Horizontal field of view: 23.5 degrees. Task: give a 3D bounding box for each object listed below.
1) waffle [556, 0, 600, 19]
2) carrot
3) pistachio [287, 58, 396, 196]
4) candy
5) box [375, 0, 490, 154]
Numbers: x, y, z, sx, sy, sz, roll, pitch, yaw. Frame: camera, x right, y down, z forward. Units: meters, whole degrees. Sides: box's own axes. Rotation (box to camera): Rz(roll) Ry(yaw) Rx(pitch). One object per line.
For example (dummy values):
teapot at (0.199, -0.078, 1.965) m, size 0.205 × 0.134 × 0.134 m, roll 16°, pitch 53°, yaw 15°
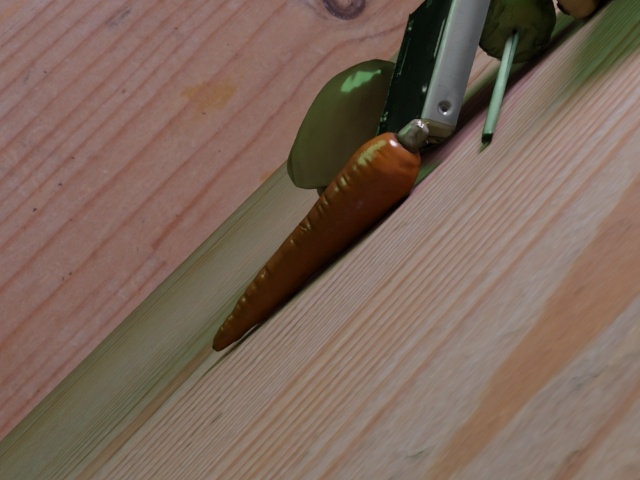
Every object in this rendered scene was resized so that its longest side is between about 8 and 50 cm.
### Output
waffle at (0.197, -0.420, 1.659) m, size 0.114 × 0.376 × 0.261 m, roll -40°, pitch 9°, yaw 24°
carrot at (0.000, 0.000, 1.584) m, size 0.336 × 0.069 × 0.069 m, roll -48°, pitch 4°, yaw 19°
pistachio at (0.046, -0.139, 1.903) m, size 0.223 × 0.126 × 0.152 m, roll -40°, pitch 43°, yaw 34°
candy at (0.188, -0.179, 1.558) m, size 0.093 × 0.092 × 0.335 m, roll -23°, pitch 23°, yaw 23°
box at (0.120, -0.191, 1.689) m, size 0.270 × 0.045 × 0.211 m, roll 165°, pitch 121°, yaw -81°
